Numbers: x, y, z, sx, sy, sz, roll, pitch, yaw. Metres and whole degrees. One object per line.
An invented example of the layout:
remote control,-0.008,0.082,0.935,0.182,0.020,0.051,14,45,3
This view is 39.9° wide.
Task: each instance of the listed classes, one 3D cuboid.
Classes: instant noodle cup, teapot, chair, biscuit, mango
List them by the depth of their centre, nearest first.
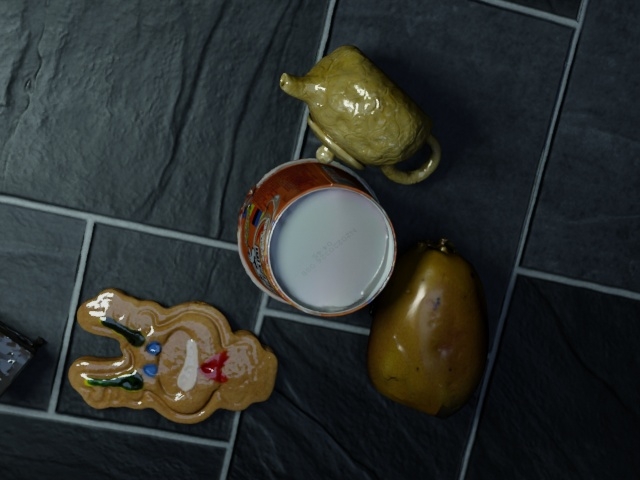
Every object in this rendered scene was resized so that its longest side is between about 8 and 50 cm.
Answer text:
chair,-0.499,0.179,1.287,0.113,0.229,0.106,38,91,-10
teapot,0.062,-0.175,1.350,0.311,0.203,0.167,34,104,-35
instant noodle cup,0.000,0.000,1.361,0.250,0.192,0.250,-1,98,-10
biscuit,-0.234,0.193,1.425,0.333,0.047,0.202,12,96,-11
mango,0.179,0.141,1.434,0.201,0.152,0.287,-4,102,-19
